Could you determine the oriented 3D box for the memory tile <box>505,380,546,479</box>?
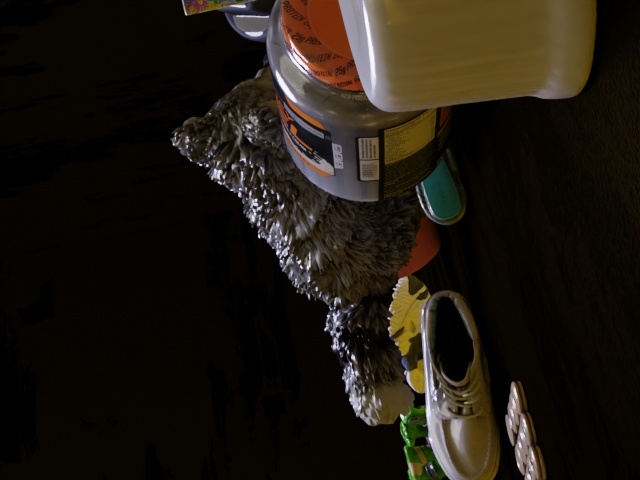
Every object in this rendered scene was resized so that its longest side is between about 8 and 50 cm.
[{"bbox_3d":[0.224,0.224,1.518,0.148,0.012,0.113,78,179,-64],"label":"memory tile"}]

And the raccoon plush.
[{"bbox_3d":[0.000,0.000,1.688,0.299,0.216,0.446,6,-121,-58],"label":"raccoon plush"}]

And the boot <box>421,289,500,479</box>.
[{"bbox_3d":[0.170,0.189,1.747,0.123,0.095,0.258,39,-141,-80],"label":"boot"}]

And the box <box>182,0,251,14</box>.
[{"bbox_3d":[-0.077,-0.488,1.894,0.177,0.290,0.279,-106,3,-67],"label":"box"}]

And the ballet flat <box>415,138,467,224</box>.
[{"bbox_3d":[0.125,-0.108,1.615,0.070,0.070,0.188,86,173,-85],"label":"ballet flat"}]

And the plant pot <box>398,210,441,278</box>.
[{"bbox_3d":[0.079,-0.047,1.974,0.180,0.201,0.201,61,-174,-22],"label":"plant pot"}]

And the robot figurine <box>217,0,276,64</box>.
[{"bbox_3d":[-0.038,-0.386,2.151,0.278,0.209,0.173,1,-134,-48],"label":"robot figurine"}]

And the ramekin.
[{"bbox_3d":[0.073,-0.214,0.888,0.277,0.135,0.277,167,90,-89],"label":"ramekin"}]

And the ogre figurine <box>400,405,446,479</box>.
[{"bbox_3d":[0.178,0.286,2.001,0.097,0.118,0.197,-112,7,-60],"label":"ogre figurine"}]

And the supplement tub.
[{"bbox_3d":[0.046,-0.174,1.424,0.316,0.193,0.194,81,176,-73],"label":"supplement tub"}]

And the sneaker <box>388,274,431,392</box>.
[{"bbox_3d":[0.151,0.137,2.440,0.153,0.094,0.235,-120,6,-59],"label":"sneaker"}]
